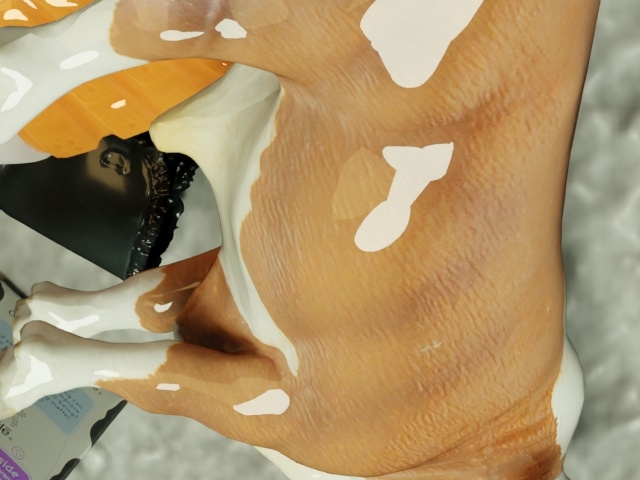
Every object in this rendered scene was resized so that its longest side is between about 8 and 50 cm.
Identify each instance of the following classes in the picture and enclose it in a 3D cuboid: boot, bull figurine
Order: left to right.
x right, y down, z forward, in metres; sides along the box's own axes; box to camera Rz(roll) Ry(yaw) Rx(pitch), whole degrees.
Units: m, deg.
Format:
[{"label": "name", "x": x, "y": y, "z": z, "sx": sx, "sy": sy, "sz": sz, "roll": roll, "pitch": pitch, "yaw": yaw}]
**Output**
[{"label": "boot", "x": -0.101, "y": -0.012, "z": 0.652, "sx": 0.099, "sy": 0.045, "sz": 0.121, "roll": 25, "pitch": 122, "yaw": 4}, {"label": "bull figurine", "x": 0.000, "y": 0.000, "z": 0.539, "sx": 0.188, "sy": 0.101, "sz": 0.310, "roll": 0, "pitch": 127, "yaw": -3}]

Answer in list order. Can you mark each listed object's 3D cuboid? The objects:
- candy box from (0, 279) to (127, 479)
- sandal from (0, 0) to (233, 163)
[{"label": "candy box", "x": -0.173, "y": 0.126, "z": 0.659, "sx": 0.070, "sy": 0.196, "sz": 0.165, "roll": 42, "pitch": 123, "yaw": -4}, {"label": "sandal", "x": -0.034, "y": -0.100, "z": 0.567, "sx": 0.265, "sy": 0.076, "sz": 0.102, "roll": -15, "pitch": 134, "yaw": 6}]
